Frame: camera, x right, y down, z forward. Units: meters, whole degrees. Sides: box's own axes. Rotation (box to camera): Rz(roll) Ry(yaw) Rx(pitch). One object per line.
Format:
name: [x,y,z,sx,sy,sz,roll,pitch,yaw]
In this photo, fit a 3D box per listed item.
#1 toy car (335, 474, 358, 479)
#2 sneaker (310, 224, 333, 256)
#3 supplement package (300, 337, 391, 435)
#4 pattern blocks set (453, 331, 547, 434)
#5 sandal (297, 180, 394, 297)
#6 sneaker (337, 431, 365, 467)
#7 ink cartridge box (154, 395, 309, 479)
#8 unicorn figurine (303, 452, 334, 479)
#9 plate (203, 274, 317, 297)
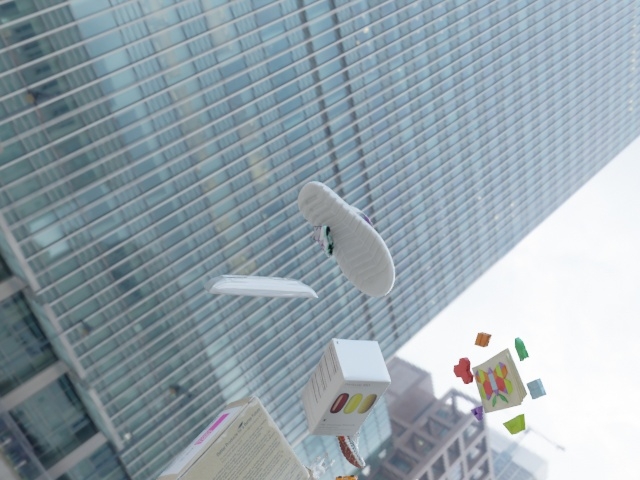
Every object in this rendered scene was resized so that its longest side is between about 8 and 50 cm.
toy car: [0.056,0.640,1.717,0.060,0.122,0.040,15,5,-5]
sneaker: [0.000,0.000,2.058,0.069,0.038,0.098,4,-70,33]
supplement package: [0.060,0.384,1.802,0.134,0.139,0.244,-108,-147,-44]
pattern blocks set: [0.484,0.390,1.903,0.285,0.026,0.325,68,-30,30]
sandal: [0.096,-0.021,2.081,0.169,0.102,0.416,-46,-107,33]
sneaker: [0.115,0.723,2.547,0.225,0.092,0.088,68,-24,12]
ink cartridge box: [-0.153,0.422,1.212,0.088,0.234,0.193,-25,-79,43]
unicorn figurine: [-0.011,0.693,2.095,0.060,0.111,0.162,35,-42,16]
plate: [-0.167,0.121,1.866,0.277,0.278,0.045,-179,-88,-78]
